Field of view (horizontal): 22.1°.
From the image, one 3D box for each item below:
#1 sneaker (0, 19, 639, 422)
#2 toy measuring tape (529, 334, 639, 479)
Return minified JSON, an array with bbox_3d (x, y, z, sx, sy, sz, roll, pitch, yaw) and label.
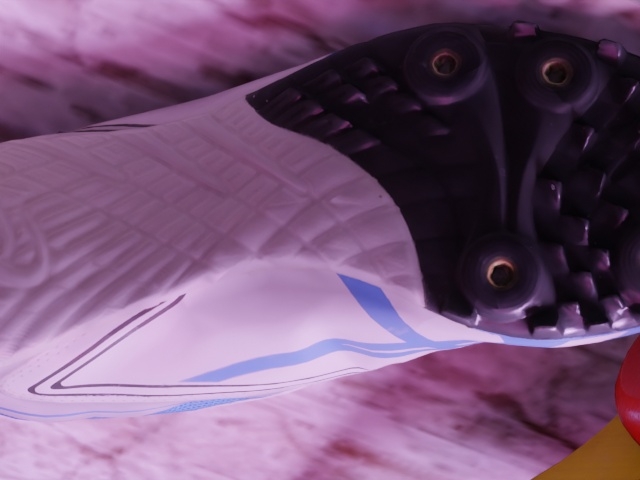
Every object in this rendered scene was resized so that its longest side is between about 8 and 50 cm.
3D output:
[{"bbox_3d":[0.000,0.000,0.430,0.237,0.085,0.086,-7,165,16],"label":"sneaker"},{"bbox_3d":[0.106,0.068,0.483,0.121,0.121,0.330,28,160,-21],"label":"toy measuring tape"}]
